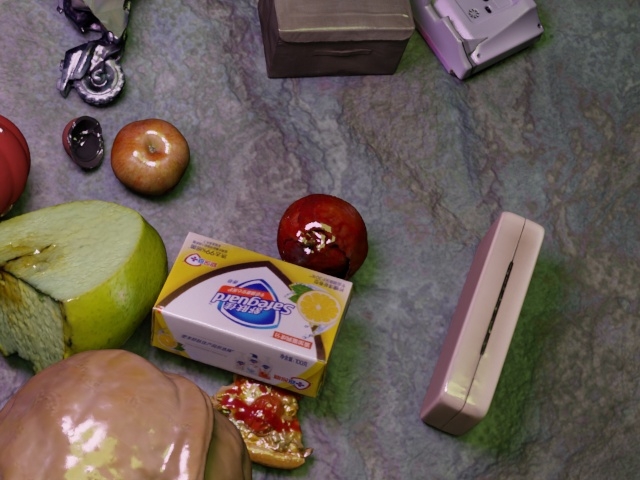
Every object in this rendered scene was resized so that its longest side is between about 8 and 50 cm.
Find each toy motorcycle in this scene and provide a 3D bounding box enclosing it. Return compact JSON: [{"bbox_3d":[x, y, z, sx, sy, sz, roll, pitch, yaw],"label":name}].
[{"bbox_3d":[-0.379,-0.356,1.829,0.159,0.106,0.270,10,77,-3],"label":"toy motorcycle"}]

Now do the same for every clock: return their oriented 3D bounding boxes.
[{"bbox_3d":[0.257,-0.423,1.991,0.186,0.083,0.253,-28,75,-21],"label":"clock"}]

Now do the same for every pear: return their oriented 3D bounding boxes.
[{"bbox_3d":[-0.345,0.058,1.618,0.292,0.159,0.292,-5,33,3],"label":"pear"}]

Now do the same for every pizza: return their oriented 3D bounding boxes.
[{"bbox_3d":[-0.079,0.229,1.663,0.188,0.062,0.199,23,63,-3],"label":"pizza"}]

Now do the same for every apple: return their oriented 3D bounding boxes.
[{"bbox_3d":[-0.266,-0.135,1.756,0.126,0.102,0.126,4,68,-10],"label":"apple"}]

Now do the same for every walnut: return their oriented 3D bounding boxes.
[{"bbox_3d":[-0.271,0.332,1.440,0.381,0.381,0.381,4,67,-9],"label":"walnut"}]

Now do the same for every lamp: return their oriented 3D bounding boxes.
[{"bbox_3d":[-0.537,-0.113,1.633,0.227,0.227,0.227,4,67,-9],"label":"lamp"}]

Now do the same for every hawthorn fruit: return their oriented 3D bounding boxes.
[{"bbox_3d":[0.000,0.000,1.716,0.148,0.172,0.148,0,90,6],"label":"hawthorn fruit"}]

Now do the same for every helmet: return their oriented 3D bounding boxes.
[{"bbox_3d":[-0.380,-0.154,1.772,0.065,0.049,0.084,-3,94,-46],"label":"helmet"}]

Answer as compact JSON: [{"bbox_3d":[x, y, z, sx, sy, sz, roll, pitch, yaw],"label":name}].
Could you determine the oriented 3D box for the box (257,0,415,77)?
[{"bbox_3d":[0.023,-0.372,1.887,0.231,0.149,0.155,-5,69,-13],"label":"box"}]

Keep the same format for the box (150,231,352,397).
[{"bbox_3d":[-0.100,0.108,1.653,0.265,0.097,0.168,18,47,4],"label":"box"}]

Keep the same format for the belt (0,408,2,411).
[{"bbox_3d":[-0.427,0.277,1.574,0.179,0.065,0.100,-37,69,-22],"label":"belt"}]

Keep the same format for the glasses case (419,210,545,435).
[{"bbox_3d":[0.249,0.126,1.725,0.076,0.144,0.336,23,66,0],"label":"glasses case"}]
